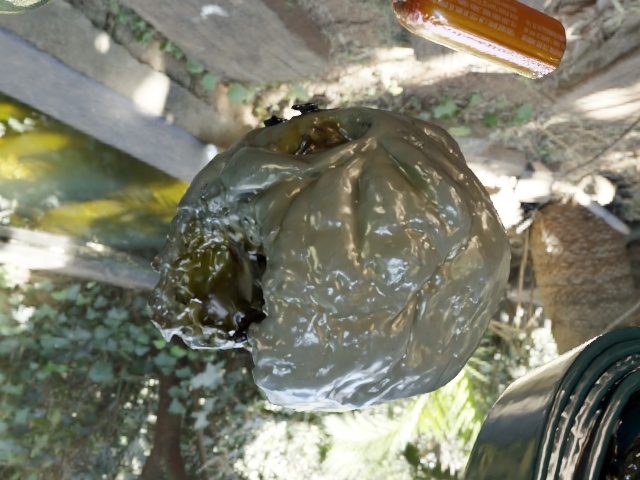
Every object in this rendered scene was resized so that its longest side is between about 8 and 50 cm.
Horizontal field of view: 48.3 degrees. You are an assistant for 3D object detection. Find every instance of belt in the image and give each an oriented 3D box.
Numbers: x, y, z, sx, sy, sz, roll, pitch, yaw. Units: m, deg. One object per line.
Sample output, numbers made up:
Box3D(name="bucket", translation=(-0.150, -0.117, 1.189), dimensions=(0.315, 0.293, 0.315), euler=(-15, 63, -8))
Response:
Box3D(name="belt", translation=(0.295, 0.291, 0.695), dimensions=(0.300, 0.436, 0.173), euler=(34, 146, -3))

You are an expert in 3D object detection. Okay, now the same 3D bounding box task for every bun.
Box3D(name="bun", translation=(0.014, -0.002, 0.567), dimensions=(0.282, 0.204, 0.281), euler=(-1, -160, 0))

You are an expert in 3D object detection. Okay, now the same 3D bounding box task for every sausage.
Box3D(name="sausage", translation=(0.207, -0.301, 0.972), dimensions=(0.312, 0.093, 0.093), euler=(7, 170, -37))

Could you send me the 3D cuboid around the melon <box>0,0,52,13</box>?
Box3D(name="melon", translation=(-0.213, -0.199, 0.465), dimensions=(0.098, 0.098, 0.130), euler=(8, -167, 1))
